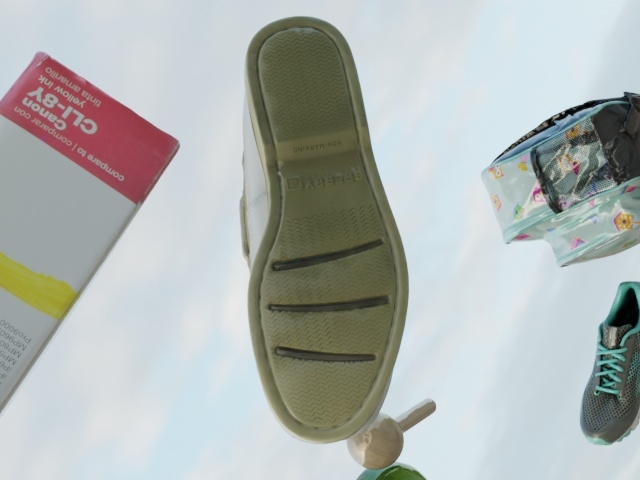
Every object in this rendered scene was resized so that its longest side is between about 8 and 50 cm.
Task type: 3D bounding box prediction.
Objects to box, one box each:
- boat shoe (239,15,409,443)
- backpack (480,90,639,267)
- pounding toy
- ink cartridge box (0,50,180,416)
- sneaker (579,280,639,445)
[{"bbox_3d":[0.000,0.000,1.304,0.103,0.113,0.302,94,174,-71],"label":"boat shoe"},{"bbox_3d":[0.251,-0.054,1.747,0.166,0.188,0.144,-17,-90,-50],"label":"backpack"},{"bbox_3d":[0.099,0.273,1.725,0.183,0.110,0.237,-3,-84,-59],"label":"pounding toy"},{"bbox_3d":[-0.313,0.064,1.619,0.279,0.160,0.385,-48,9,48],"label":"ink cartridge box"},{"bbox_3d":[0.274,0.109,1.733,0.076,0.065,0.166,53,-129,-47],"label":"sneaker"}]
